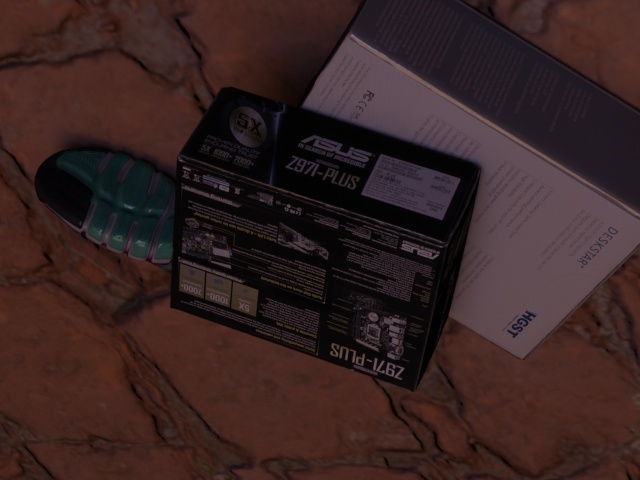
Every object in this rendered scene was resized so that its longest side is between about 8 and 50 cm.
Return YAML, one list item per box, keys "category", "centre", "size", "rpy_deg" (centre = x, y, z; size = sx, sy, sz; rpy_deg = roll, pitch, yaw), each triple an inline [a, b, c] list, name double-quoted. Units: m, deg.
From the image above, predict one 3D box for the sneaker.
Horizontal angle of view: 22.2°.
- category: "sneaker"
  centre: [-0.119, 0.006, 1.265]
  size: [0.223, 0.083, 0.098]
  rpy_deg: [21, 143, 5]

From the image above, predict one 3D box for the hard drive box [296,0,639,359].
- category: "hard drive box"
  centre: [0.094, -0.048, 1.094]
  size: [0.232, 0.089, 0.181]
  rpy_deg: [32, 138, -5]

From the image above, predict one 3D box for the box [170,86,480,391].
- category: "box"
  centre: [0.000, 0.000, 1.064]
  size: [0.180, 0.077, 0.147]
  rpy_deg: [18, 137, 10]
